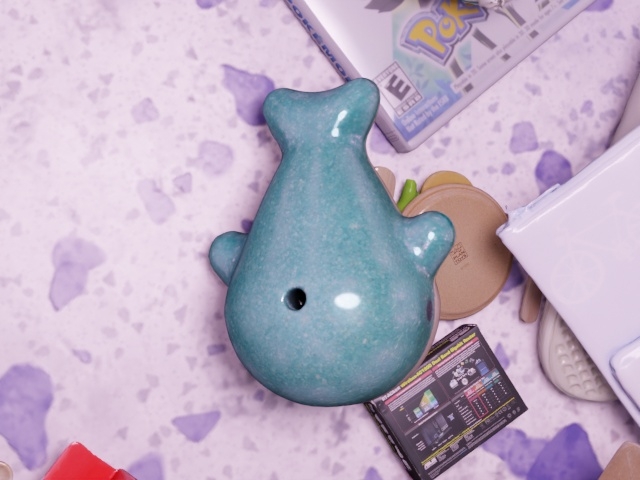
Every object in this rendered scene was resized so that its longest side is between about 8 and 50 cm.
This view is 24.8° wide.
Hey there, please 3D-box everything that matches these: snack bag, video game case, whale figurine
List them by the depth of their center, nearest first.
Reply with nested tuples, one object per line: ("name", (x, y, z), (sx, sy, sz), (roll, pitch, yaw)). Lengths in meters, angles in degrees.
("whale figurine", (0.000, 0.000, 1.189), (0.216, 0.141, 0.272), (-4, 86, 20))
("snack bag", (0.370, 0.019, 1.267), (0.323, 0.037, 0.342), (-37, 107, 2))
("video game case", (0.108, -0.293, 1.306), (0.329, 0.036, 0.300), (-40, 99, -14))

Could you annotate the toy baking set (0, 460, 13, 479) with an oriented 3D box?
("toy baking set", (-0.296, 0.246, 1.171), (0.256, 0.030, 0.197), (44, 77, -11))

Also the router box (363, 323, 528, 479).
("router box", (0.109, 0.144, 1.290), (0.122, 0.038, 0.092), (-33, 98, -15))

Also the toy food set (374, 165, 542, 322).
("toy food set", (0.116, 0.005, 1.303), (0.192, 0.038, 0.132), (11, 92, -21))

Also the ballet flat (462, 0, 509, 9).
("ballet flat", (0.106, -0.398, 1.231), (0.147, 0.147, 0.409), (-2, 87, -16))

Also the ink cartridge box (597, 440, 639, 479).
("ink cartridge box", (0.267, 0.322, 1.262), (0.235, 0.088, 0.193), (-55, 134, -11))

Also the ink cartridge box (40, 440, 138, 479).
("ink cartridge box", (-0.142, 0.282, 1.176), (0.231, 0.078, 0.134), (41, 78, -20))

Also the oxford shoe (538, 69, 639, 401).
("oxford shoe", (0.323, -0.064, 1.323), (0.169, 0.130, 0.449), (20, 97, -19))
